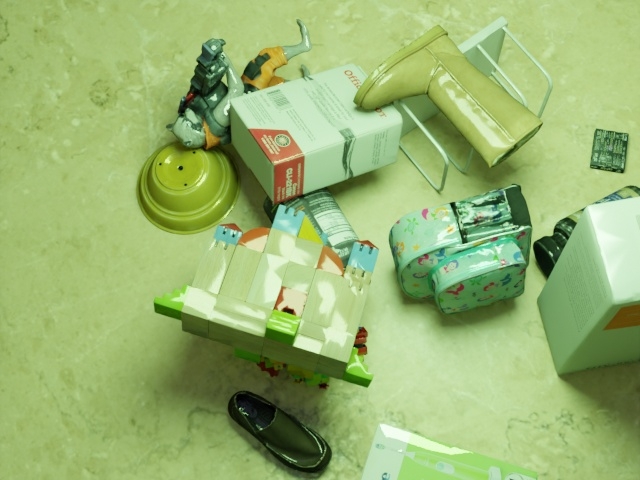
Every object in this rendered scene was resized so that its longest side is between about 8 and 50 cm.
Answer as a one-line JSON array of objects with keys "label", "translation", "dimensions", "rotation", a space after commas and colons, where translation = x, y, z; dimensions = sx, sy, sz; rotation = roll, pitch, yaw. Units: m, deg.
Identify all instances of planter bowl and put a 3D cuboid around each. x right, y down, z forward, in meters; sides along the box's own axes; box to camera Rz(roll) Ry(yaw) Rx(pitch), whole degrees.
[{"label": "planter bowl", "translation": [-0.273, -0.129, 1.853], "dimensions": [0.217, 0.090, 0.217], "rotation": [-1, 70, 4]}]

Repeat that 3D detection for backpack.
[{"label": "backpack", "translation": [0.256, 0.023, 1.688], "dimensions": [0.253, 0.225, 0.191], "rotation": [-9, 64, 5]}]

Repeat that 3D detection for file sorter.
[{"label": "file sorter", "translation": [0.292, -0.258, 1.810], "dimensions": [0.277, 0.193, 0.173], "rotation": [-36, 73, -9]}]

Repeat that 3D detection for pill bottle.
[{"label": "pill bottle", "translation": [0.000, 0.000, 1.763], "dimensions": [0.130, 0.130, 0.246], "rotation": [-28, 70, -7]}, {"label": "pill bottle", "translation": [0.517, -0.005, 1.733], "dimensions": [0.219, 0.123, 0.123], "rotation": [-26, 70, -7]}]

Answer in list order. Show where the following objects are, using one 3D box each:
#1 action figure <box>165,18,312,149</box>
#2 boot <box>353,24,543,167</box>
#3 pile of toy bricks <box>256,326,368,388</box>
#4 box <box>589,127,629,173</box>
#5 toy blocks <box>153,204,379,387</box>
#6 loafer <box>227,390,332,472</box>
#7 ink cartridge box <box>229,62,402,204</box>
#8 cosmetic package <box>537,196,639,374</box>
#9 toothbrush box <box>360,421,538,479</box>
[{"label": "action figure", "translation": [-0.148, -0.290, 1.796], "dimensions": [0.330, 0.341, 0.179], "rotation": [-34, 87, -9]}, {"label": "boot", "translation": [0.228, -0.237, 1.663], "dimensions": [0.236, 0.089, 0.269], "rotation": [-39, 79, -10]}, {"label": "pile of toy bricks", "translation": [-0.009, 0.225, 1.706], "dimensions": [0.212, 0.118, 0.105], "rotation": [-8, 107, -10]}, {"label": "box", "translation": [0.579, -0.180, 1.850], "dimensions": [0.067, 0.018, 0.083], "rotation": [10, 70, 8]}, {"label": "toy blocks", "translation": [-0.061, 0.067, 1.596], "dimensions": [0.381, 0.191, 0.261], "rotation": [17, 64, 1]}, {"label": "loafer", "translation": [-0.080, 0.344, 1.664], "dimensions": [0.220, 0.078, 0.080], "rotation": [29, 74, 14]}, {"label": "ink cartridge box", "translation": [-0.010, -0.208, 1.747], "dimensions": [0.272, 0.114, 0.197], "rotation": [-20, 53, -19]}, {"label": "cosmetic package", "translation": [0.519, 0.081, 1.522], "dimensions": [0.230, 0.453, 0.162], "rotation": [-10, 69, 0]}, {"label": "toothbrush box", "translation": [0.203, 0.458, 1.578], "dimensions": [0.283, 0.122, 0.206], "rotation": [16, 71, 9]}]
